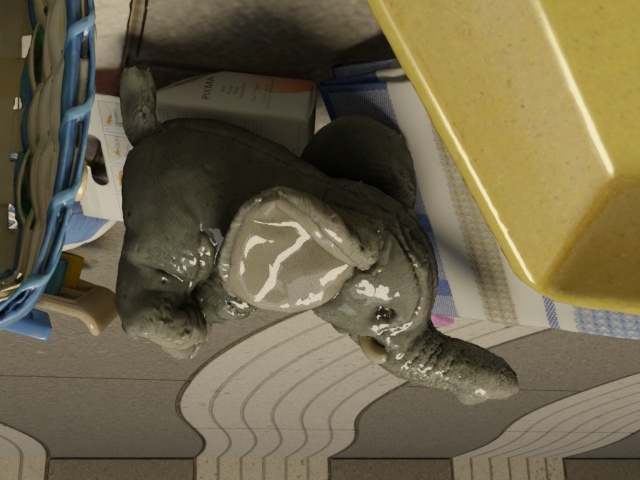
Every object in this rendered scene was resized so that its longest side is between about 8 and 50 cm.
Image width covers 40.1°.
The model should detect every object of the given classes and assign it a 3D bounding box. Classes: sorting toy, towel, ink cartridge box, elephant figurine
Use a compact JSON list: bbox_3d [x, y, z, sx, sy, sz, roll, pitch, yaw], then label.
[{"bbox_3d":[-0.277,0.023,0.795,0.195,0.047,0.347,20,180,-7],"label":"sorting toy"},{"bbox_3d":[0.140,-0.031,0.554,0.284,0.034,0.209,2,123,41],"label":"towel"},{"bbox_3d":[-0.095,-0.064,0.658,0.179,0.045,0.145,9,143,3],"label":"ink cartridge box"},{"bbox_3d":[0.000,0.000,0.564,0.239,0.170,0.186,0,157,21],"label":"elephant figurine"}]

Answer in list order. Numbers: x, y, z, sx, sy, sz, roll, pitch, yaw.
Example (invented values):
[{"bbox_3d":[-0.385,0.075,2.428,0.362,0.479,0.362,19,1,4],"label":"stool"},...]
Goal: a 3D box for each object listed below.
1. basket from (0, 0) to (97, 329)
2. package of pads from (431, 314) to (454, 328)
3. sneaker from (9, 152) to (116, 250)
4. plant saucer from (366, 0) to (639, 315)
[{"bbox_3d":[-0.197,-0.080,0.365,0.200,0.255,0.289,3,177,-8],"label":"basket"},{"bbox_3d":[0.131,0.102,1.159,0.083,0.032,0.050,-18,152,36],"label":"package of pads"},{"bbox_3d":[-0.254,-0.041,0.681,0.211,0.080,0.081,8,160,-29],"label":"sneaker"},{"bbox_3d":[0.169,-0.101,0.322,0.332,0.081,0.333,6,138,50],"label":"plant saucer"}]
